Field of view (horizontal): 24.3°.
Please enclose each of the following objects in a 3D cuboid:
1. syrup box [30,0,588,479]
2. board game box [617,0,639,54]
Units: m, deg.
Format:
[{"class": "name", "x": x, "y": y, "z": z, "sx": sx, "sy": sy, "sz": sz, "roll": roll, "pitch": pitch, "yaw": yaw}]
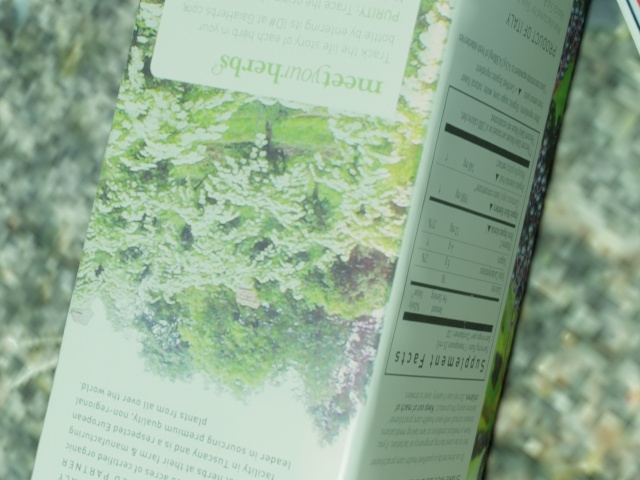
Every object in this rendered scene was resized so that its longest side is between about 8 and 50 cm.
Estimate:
[{"class": "syrup box", "x": 0.000, "y": 0.000, "z": 0.413, "sx": 0.093, "sy": 0.096, "sz": 0.236, "roll": 12, "pitch": 91, "yaw": 27}, {"class": "board game box", "x": 0.172, "y": -0.203, "z": 0.306, "sx": 0.319, "sy": 0.066, "sz": 0.318, "roll": -25, "pitch": 72, "yaw": 20}]
